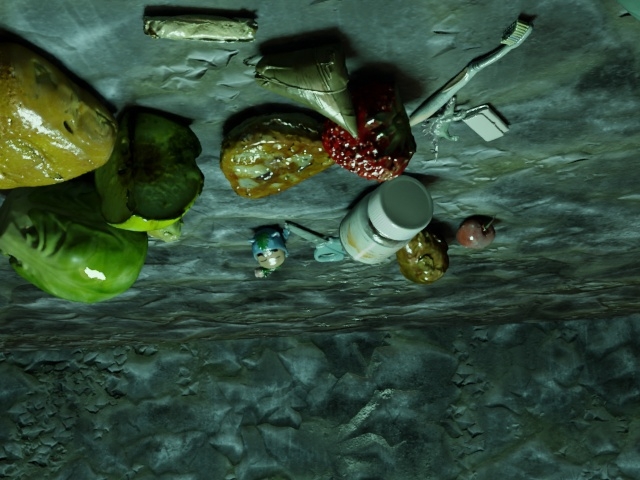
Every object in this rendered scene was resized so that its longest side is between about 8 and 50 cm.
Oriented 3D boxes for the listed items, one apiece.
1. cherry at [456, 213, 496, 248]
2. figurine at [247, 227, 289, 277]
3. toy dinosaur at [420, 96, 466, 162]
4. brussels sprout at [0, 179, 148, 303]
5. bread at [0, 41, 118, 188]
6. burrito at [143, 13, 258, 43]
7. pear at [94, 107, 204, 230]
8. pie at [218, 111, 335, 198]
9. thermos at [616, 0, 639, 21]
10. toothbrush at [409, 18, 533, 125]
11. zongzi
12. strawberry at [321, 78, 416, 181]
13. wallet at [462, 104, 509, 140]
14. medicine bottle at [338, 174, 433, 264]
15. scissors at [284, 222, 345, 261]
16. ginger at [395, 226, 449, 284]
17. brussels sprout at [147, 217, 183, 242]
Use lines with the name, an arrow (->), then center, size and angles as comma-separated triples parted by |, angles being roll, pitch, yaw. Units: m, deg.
cherry -> 0.451, -0.017, 2.108 | 0.106, 0.086, 0.126 | 4, 157, -6
figurine -> -0.142, 0.039, 2.144 | 0.114, 0.144, 0.178 | -2, 173, 10
toy dinosaur -> 0.251, -0.234, 1.526 | 0.082, 0.039, 0.209 | 1, 150, 0
brussels sprout -> -0.601, -0.003, 1.750 | 0.355, 0.289, 0.281 | 20, 140, -21
bread -> -0.588, -0.213, 1.344 | 0.337, 0.147, 0.328 | -8, 160, 14
burrito -> -0.194, -0.344, 1.175 | 0.186, 0.041, 0.045 | 2, 119, -8
pear -> -0.370, -0.112, 1.522 | 0.164, 0.238, 0.255 | 4, 159, -35
pie -> -0.091, -0.187, 1.564 | 0.308, 0.085, 0.308 | -6, 159, -2
thermos -> 0.492, -0.381, 0.997 | 0.287, 0.145, 0.182 | 16, 122, -40
toothbrush -> 0.265, -0.301, 1.359 | 0.037, 0.028, 0.375 | 12, 156, -22
zongzi -> -0.035, -0.250, 1.293 | 0.189, 0.081, 0.178 | -6, 122, 14
strawberry -> 0.083, -0.206, 1.406 | 0.202, 0.184, 0.187 | -5, 159, 39
wallet -> 0.349, -0.247, 1.530 | 0.061, 0.025, 0.122 | -22, 153, 30
medicine bottle -> 0.163, -0.049, 1.869 | 0.165, 0.165, 0.273 | 4, 160, -18
scissors -> 0.000, -0.001, 2.201 | 0.191, 0.029, 0.360 | -19, 153, 30
ginger -> 0.304, 0.039, 2.151 | 0.165, 0.172, 0.321 | -43, 155, -4
brussels sprout -> -0.430, -0.058, 1.894 | 0.139, 0.100, 0.181 | 1, 165, 22
